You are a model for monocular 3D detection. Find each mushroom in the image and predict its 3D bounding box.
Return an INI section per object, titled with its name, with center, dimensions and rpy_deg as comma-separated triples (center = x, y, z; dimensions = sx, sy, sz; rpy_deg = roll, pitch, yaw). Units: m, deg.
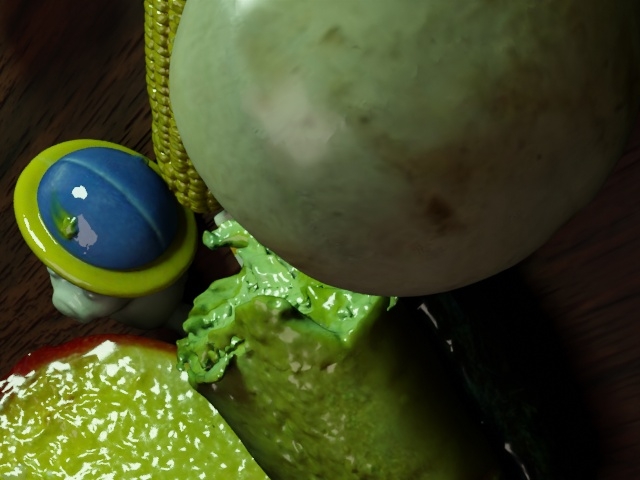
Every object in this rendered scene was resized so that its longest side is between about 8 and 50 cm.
[mushroom]
center = 0.044, -0.112, 0.692
dimensions = 0.297, 0.297, 0.290
rpy_deg = 61, 167, -8

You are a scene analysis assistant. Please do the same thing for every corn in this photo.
[corn]
center = -0.090, -0.154, 0.892
dimensions = 0.119, 0.119, 0.322
rpy_deg = 35, 137, 22

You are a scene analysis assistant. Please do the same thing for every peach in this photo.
[peach]
center = -0.168, 0.297, 1.066
dimensions = 0.406, 0.335, 0.310
rpy_deg = 28, 148, 13

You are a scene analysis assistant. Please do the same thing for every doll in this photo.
[doll]
center = -0.198, 0.035, 1.107
dimensions = 0.311, 0.159, 0.242
rpy_deg = 38, 136, 3

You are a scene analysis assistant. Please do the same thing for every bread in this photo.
[bread]
center = 0.052, 0.142, 0.882
dimensions = 0.251, 0.208, 0.376
rpy_deg = -9, 123, 50

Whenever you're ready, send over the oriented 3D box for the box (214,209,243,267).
[box]
center = 0.001, 0.000, 0.977
dimensions = 0.220, 0.032, 0.122
rpy_deg = -18, 106, 49
